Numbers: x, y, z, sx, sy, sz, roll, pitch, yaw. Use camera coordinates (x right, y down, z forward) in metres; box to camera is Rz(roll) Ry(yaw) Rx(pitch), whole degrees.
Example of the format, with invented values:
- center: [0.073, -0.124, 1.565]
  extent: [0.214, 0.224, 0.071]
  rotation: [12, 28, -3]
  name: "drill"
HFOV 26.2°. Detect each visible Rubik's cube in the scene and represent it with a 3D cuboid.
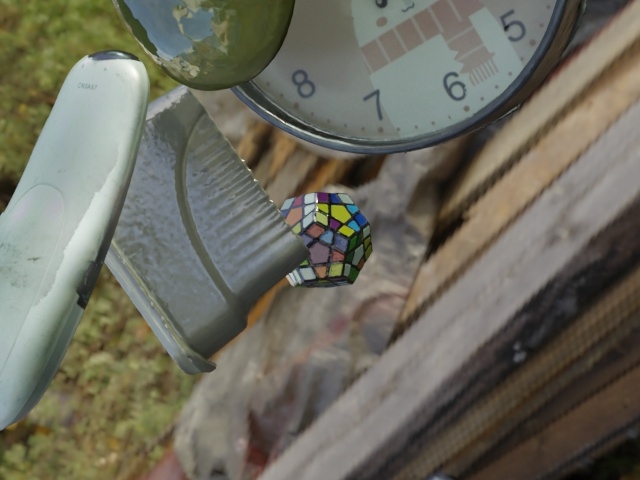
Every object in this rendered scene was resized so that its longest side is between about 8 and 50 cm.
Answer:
- center: [0.000, 0.000, 1.711]
  extent: [0.112, 0.133, 0.133]
  rotation: [-28, 16, -15]
  name: "Rubik's cube"

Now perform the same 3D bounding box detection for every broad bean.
- center: [-0.101, -0.247, 1.125]
  extent: [0.121, 0.189, 0.263]
  rotation: [-56, -30, -42]
  name: "broad bean"

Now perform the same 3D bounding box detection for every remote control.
- center: [-0.174, -0.005, 0.868]
  extent: [0.097, 0.045, 0.256]
  rotation: [10, 76, 38]
  name: "remote control"

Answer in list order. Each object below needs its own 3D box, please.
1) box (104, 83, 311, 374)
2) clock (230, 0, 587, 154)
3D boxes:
- center: [-0.140, -0.014, 1.428]
  extent: [0.178, 0.274, 0.138]
  rotation: [-37, 1, -4]
  name: "box"
- center: [0.051, -0.263, 1.250]
  extent: [0.386, 0.386, 0.076]
  rotation: [-59, -8, 20]
  name: "clock"
